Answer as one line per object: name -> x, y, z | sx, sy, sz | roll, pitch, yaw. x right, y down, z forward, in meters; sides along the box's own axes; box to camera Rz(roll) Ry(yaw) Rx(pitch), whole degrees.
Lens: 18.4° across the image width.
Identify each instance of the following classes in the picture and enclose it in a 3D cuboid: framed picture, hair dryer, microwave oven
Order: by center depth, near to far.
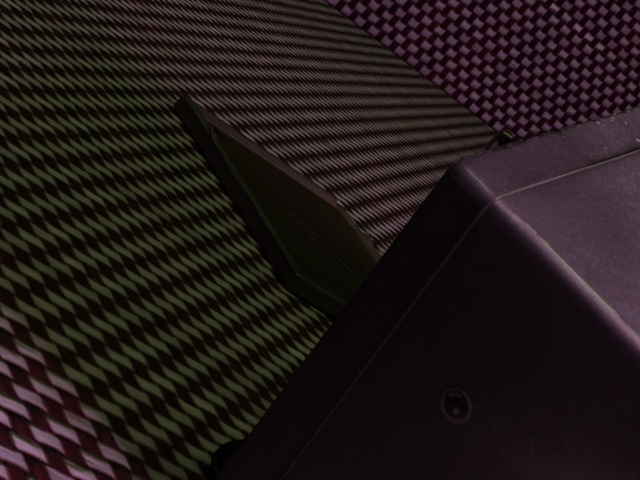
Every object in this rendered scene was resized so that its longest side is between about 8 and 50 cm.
microwave oven -> 0.222, 0.116, 0.975 | 0.374, 0.236, 0.432 | 46, 33, 19
hair dryer -> -0.019, 0.135, 0.994 | 0.083, 0.026, 0.047 | 52, 16, 13
framed picture -> 0.000, 0.000, 1.561 | 0.209, 0.019, 0.281 | 34, 14, -35
